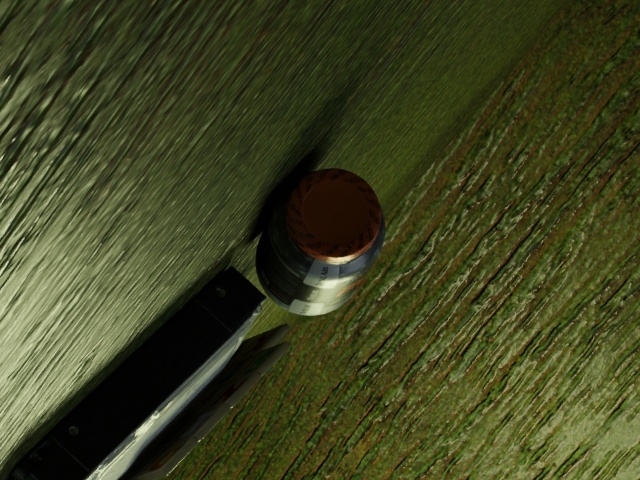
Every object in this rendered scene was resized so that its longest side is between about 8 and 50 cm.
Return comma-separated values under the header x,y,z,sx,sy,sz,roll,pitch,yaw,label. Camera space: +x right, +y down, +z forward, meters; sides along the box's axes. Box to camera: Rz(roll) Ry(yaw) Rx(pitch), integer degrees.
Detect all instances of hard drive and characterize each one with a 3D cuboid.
x,y,z,sx,sy,sz,roll,pitch,yaw,label
-0.206,0.192,1.741,0.339,0.064,0.237,-43,173,-40,hard drive

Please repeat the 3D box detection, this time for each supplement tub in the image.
x,y,z,sx,sy,sz,roll,pitch,yaw,label
0.000,0.000,1.711,0.117,0.117,0.190,-47,175,-17,supplement tub

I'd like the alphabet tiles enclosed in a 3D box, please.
x,y,z,sx,sy,sz,roll,pitch,yaw,label
-0.181,0.216,1.946,0.285,0.011,0.342,-24,-163,51,alphabet tiles
